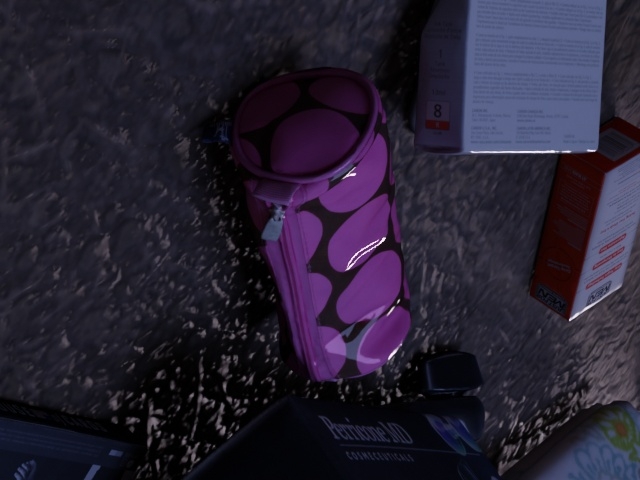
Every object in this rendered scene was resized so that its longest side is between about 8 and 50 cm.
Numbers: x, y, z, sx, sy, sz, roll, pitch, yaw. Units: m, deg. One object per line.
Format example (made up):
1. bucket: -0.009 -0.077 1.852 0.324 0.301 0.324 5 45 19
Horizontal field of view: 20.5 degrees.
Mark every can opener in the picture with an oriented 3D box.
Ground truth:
1. can opener: 0.053 0.127 1.262 0.186 0.073 0.059 -9 166 -47

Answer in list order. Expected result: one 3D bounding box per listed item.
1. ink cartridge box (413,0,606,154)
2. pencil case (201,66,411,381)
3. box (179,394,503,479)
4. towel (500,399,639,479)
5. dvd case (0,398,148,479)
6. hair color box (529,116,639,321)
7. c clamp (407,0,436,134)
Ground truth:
1. ink cartridge box: 0.117 -0.142 1.072 0.145 0.045 0.179 -3 95 -48
2. pencil case: 0.000 0.000 1.015 0.209 0.095 0.098 75 21 -51
3. box: 0.071 0.312 1.055 0.212 0.395 0.293 -42 159 13
4. towel: 0.215 0.343 1.462 0.374 0.320 0.090 -32 -177 -44
5. dvd case: -0.210 0.196 0.970 0.239 0.029 0.179 -57 150 5
6. hair color box: 0.205 -0.015 1.333 0.072 0.043 0.141 -28 140 -38
7. c clamp: 0.108 -0.124 1.110 0.160 0.022 0.137 -11 128 -50
